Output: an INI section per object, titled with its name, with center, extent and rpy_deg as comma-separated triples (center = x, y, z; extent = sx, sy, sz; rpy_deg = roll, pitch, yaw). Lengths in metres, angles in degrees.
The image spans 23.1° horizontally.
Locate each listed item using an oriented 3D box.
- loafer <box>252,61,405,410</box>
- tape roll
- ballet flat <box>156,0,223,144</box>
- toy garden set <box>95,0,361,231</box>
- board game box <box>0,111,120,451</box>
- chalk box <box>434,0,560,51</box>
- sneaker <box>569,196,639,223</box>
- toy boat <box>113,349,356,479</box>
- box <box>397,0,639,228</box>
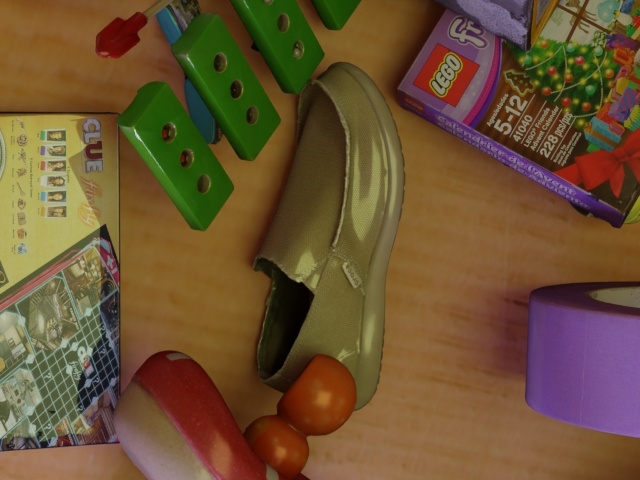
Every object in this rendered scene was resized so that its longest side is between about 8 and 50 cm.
[loafer]
center = 0.000, 0.000, 1.181
extent = 0.092, 0.102, 0.268
rpy_deg = -2, 96, -27
[tape roll]
center = 0.298, 0.089, 1.214
extent = 0.275, 0.275, 0.090
rpy_deg = 0, 96, -22
[ballet flat]
center = -0.086, -0.130, 1.170
extent = 0.041, 0.041, 0.114
rpy_deg = -23, 104, -18
[toy garden set]
center = -0.081, -0.166, 1.102
extent = 0.244, 0.049, 0.204
rpy_deg = -57, 137, -27
[board game box]
center = -0.227, 0.029, 1.125
extent = 0.165, 0.042, 0.243
rpy_deg = -1, 95, -21
[chalk box]
center = 0.097, -0.261, 1.158
extent = 0.213, 0.132, 0.132
rpy_deg = 31, 83, 12
[sneaker]
center = 0.255, -0.108, 1.294
extent = 0.094, 0.081, 0.208
rpy_deg = 27, 75, -52
[toy boat]
center = -0.033, 0.147, 1.132
extent = 0.231, 0.151, 0.151
rpy_deg = 39, 85, -30
[box]
center = 0.220, -0.184, 1.225
extent = 0.201, 0.057, 0.293
rpy_deg = 30, 82, 11
